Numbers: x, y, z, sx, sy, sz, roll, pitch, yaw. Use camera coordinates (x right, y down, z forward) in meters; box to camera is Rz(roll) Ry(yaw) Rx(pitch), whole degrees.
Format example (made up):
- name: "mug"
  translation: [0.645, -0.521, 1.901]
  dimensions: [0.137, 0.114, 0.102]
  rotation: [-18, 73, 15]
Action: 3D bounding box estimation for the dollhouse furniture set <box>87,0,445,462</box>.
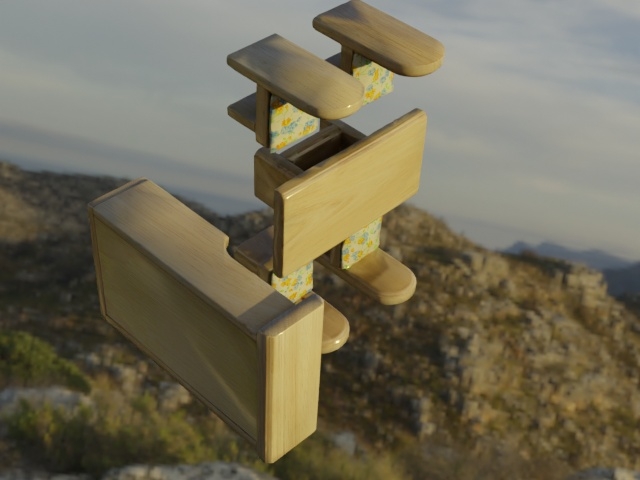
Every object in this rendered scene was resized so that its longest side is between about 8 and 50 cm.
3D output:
- name: "dollhouse furniture set"
  translation: [0.000, 0.000, 0.693]
  dimensions: [0.242, 0.212, 0.161]
  rotation: [-32, 52, -33]
